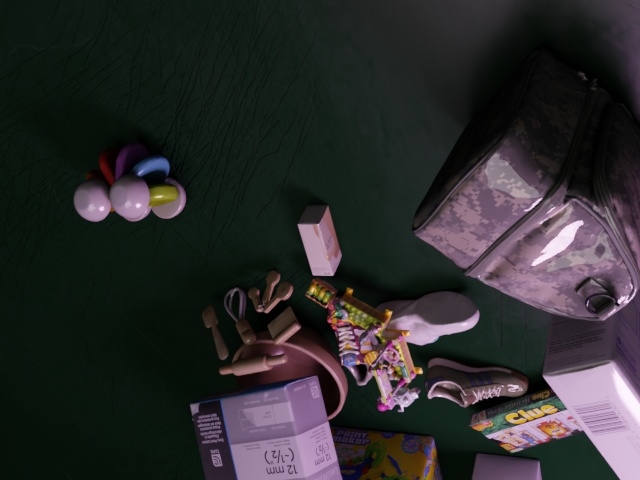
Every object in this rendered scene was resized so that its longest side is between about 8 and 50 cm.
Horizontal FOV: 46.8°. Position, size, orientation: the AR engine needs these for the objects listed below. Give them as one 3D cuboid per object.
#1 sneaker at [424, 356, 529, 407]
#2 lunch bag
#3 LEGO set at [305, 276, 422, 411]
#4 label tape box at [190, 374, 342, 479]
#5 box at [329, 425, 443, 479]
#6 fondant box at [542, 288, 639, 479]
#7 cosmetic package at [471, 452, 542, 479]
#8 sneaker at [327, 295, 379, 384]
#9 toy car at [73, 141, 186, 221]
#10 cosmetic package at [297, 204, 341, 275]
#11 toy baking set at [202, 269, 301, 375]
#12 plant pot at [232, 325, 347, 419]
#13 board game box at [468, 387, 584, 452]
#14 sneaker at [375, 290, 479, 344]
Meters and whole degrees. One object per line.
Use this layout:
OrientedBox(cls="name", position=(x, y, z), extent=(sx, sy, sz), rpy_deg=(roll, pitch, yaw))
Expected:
OrientedBox(cls="sneaker", position=(0.287, 0.280, 1.384), extent=(0.192, 0.086, 0.064), rpy_deg=(9, 131, 16))
OrientedBox(cls="lunch bag", position=(0.300, -0.066, 0.947), extent=(0.256, 0.305, 0.212), rpy_deg=(38, 133, -3))
OrientedBox(cls="LEGO set", position=(0.074, 0.188, 1.303), extent=(0.132, 0.107, 0.287), rpy_deg=(-30, 99, 45))
OrientedBox(cls="label tape box", position=(-0.092, 0.451, 1.407), extent=(0.249, 0.115, 0.348), rpy_deg=(-17, 82, 33))
OrientedBox(cls="box", position=(0.087, 0.565, 1.578), extent=(0.289, 0.279, 0.177), rpy_deg=(0, 127, 24))
OrientedBox(cls="fondant box", position=(0.425, 0.136, 1.036), extent=(0.096, 0.330, 0.238), rpy_deg=(-23, 116, 38))
OrientedBox(cls="cosmetic package", position=(0.382, 0.601, 1.518), extent=(0.138, 0.224, 0.225), rpy_deg=(-1, 127, 25))
OrientedBox(cls="sneaker", position=(0.061, 0.191, 1.409), extent=(0.069, 0.084, 0.185), rpy_deg=(-13, 122, 31))
OrientedBox(cls="toy car", position=(-0.337, -0.104, 1.313), extent=(0.182, 0.159, 0.136), rpy_deg=(-3, 90, 26))
OrientedBox(cls="cosmetic package", position=(0.000, 0.000, 1.293), extent=(0.041, 0.060, 0.115), rpy_deg=(0, 129, 22))
OrientedBox(cls="toy baking set", position=(-0.132, 0.163, 1.405), extent=(0.256, 0.197, 0.030), rpy_deg=(-21, 141, 33))
OrientedBox(cls="plant pot", position=(-0.049, 0.249, 1.488), extent=(0.237, 0.110, 0.237), rpy_deg=(13, 132, 14))
OrientedBox(cls="board game box", position=(0.423, 0.332, 1.392), extent=(0.136, 0.030, 0.259), rpy_deg=(37, 134, -23))
OrientedBox(cls="sneaker", position=(0.198, 0.150, 1.330), extent=(0.212, 0.080, 0.094), rpy_deg=(-7, 130, 40))
